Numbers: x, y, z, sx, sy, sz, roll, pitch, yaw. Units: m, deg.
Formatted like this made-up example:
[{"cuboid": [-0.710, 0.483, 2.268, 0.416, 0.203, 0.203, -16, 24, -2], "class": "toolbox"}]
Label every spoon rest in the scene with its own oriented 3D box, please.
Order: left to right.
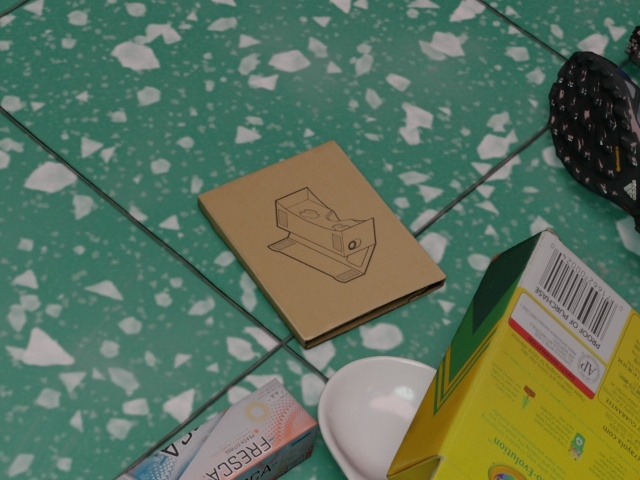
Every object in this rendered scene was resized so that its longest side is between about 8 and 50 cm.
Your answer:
[{"cuboid": [0.060, 0.212, 1.530, 0.137, 0.084, 0.276, 7, 52, -2], "class": "spoon rest"}]

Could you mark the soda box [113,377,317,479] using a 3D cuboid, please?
[{"cuboid": [-0.091, 0.197, 1.537, 0.183, 0.058, 0.063, -31, 62, -28], "class": "soda box"}]

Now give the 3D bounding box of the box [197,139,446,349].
[{"cuboid": [0.000, 0.000, 1.728, 0.164, 0.021, 0.201, -24, 58, -24], "class": "box"}]

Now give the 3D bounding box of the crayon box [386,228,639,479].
[{"cuboid": [0.187, 0.172, 1.523, 0.202, 0.081, 0.318, 42, 51, -14], "class": "crayon box"}]

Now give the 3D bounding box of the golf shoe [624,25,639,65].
[{"cuboid": [0.408, -0.248, 1.954, 0.094, 0.077, 0.198, 31, 57, -1], "class": "golf shoe"}]

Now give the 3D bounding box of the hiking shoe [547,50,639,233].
[{"cuboid": [0.340, -0.075, 1.800, 0.132, 0.113, 0.304, 10, 37, -39], "class": "hiking shoe"}]
